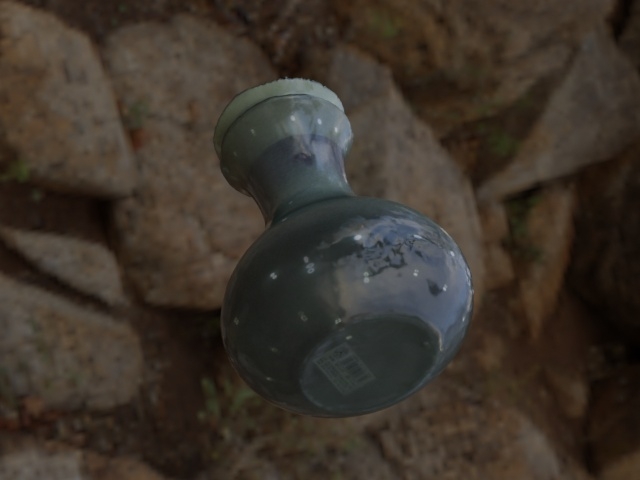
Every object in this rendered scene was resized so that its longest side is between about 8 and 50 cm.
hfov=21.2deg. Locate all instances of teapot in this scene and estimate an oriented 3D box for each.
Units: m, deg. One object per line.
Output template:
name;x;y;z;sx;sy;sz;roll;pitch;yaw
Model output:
teapot;0.000;0.000;1.248;0.183;0.183;0.251;73;-4;-47
